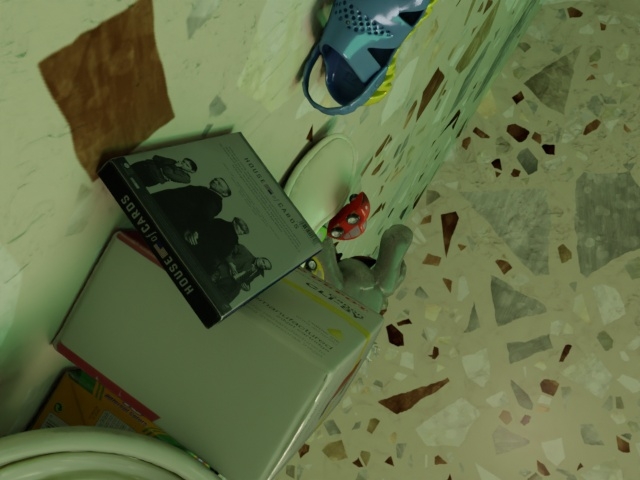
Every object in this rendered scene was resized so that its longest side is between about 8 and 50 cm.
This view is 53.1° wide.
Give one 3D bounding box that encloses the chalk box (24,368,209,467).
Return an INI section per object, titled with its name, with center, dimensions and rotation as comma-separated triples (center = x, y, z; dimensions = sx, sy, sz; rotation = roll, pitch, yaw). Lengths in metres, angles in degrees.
[chalk box]
center = -0.248, 0.283, 0.868
dimensions = 0.180, 0.179, 0.289
rotation = -57, 168, 0

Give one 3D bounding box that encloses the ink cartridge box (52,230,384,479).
[ink cartridge box]
center = -0.093, 0.119, 0.833
dimensions = 0.160, 0.279, 0.384
rotation = -60, 168, 7

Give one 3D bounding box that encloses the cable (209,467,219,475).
[cable]
center = -0.167, 0.320, 1.046
dimensions = 0.184, 0.047, 0.151
rotation = -37, 144, -27

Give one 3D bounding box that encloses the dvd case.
[dvd case]
center = -0.100, -0.027, 0.683
dimensions = 0.029, 0.179, 0.238
rotation = -36, 179, 27

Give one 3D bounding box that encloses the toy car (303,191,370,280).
[toy car]
center = 0.000, 0.000, 1.187
dimensions = 0.239, 0.053, 0.225
rotation = -54, -158, 6

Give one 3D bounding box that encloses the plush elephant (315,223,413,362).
[plush elephant]
center = 0.046, 0.097, 1.489
dimensions = 0.271, 0.255, 0.330
rotation = -9, 105, -21

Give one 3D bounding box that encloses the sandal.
[sandal]
center = 0.056, -0.273, 0.820
dimensions = 0.138, 0.126, 0.317
rotation = -44, 161, -34

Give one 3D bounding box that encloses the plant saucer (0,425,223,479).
[plant saucer]
center = -0.260, 0.360, 0.648
dimensions = 0.400, 0.400, 0.100
rotation = -57, -160, 0

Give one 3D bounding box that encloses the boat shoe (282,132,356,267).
[boat shoe]
center = -0.047, -0.047, 1.115
dimensions = 0.099, 0.116, 0.320
rotation = 19, -99, 58
